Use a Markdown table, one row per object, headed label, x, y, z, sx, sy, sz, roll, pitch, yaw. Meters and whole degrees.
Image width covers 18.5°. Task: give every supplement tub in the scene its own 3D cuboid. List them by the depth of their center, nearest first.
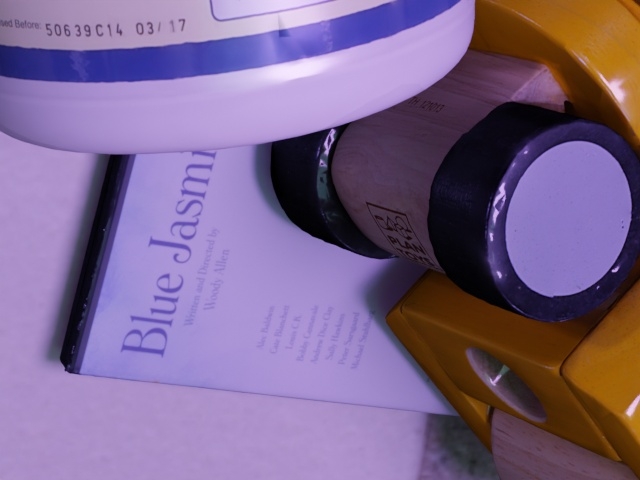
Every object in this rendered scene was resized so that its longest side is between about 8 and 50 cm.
| label | x | y | z | sx | sy | sz | roll | pitch | yaw |
| --- | --- | --- | --- | --- | --- | --- | --- | --- | --- |
| supplement tub | -0.063 | -0.221 | 0.831 | 0.235 | 0.235 | 0.325 | -13 | 112 | -16 |

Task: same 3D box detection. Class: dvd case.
| label | x | y | z | sx | sy | sz | roll | pitch | yaw |
| --- | --- | --- | --- | --- | --- | --- | --- | --- | --- |
| dvd case | 0.000 | 0.000 | 1.057 | 0.253 | 0.022 | 0.180 | 9 | 107 | -26 |

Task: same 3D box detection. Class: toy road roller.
| label | x | y | z | sx | sy | sz | roll | pitch | yaw |
| --- | --- | --- | --- | --- | --- | --- | --- | --- | --- |
| toy road roller | 0.161 | -0.009 | 1.002 | 0.240 | 0.202 | 0.329 | -44 | 119 | -15 |
